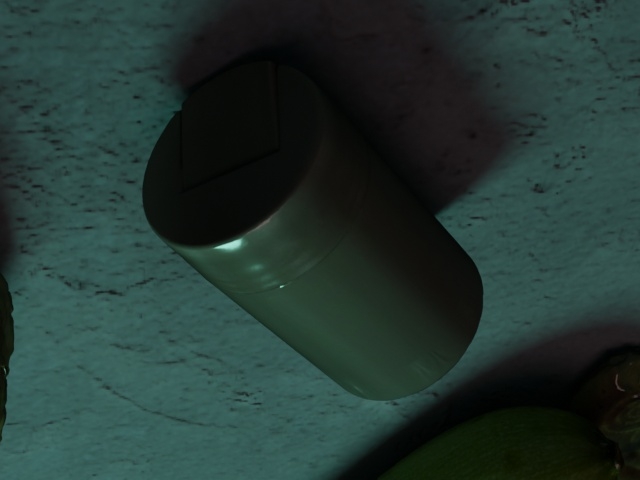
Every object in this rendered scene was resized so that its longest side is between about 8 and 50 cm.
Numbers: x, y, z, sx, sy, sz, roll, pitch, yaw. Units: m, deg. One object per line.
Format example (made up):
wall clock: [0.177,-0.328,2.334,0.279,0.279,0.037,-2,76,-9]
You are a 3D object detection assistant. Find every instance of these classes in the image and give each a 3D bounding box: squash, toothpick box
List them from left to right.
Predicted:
toothpick box: [0.000,0.000,0.796,0.111,0.111,0.181,-28,137,18]
squash: [0.099,0.196,1.030,0.132,0.132,0.247,26,124,-34]

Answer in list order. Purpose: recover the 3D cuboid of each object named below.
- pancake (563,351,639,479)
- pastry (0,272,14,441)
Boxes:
pancake: [0.280,0.119,1.055,0.235,0.029,0.212,-24,138,18]
pastry: [-0.316,0.062,0.779,0.330,0.136,0.329,-5,138,-5]
